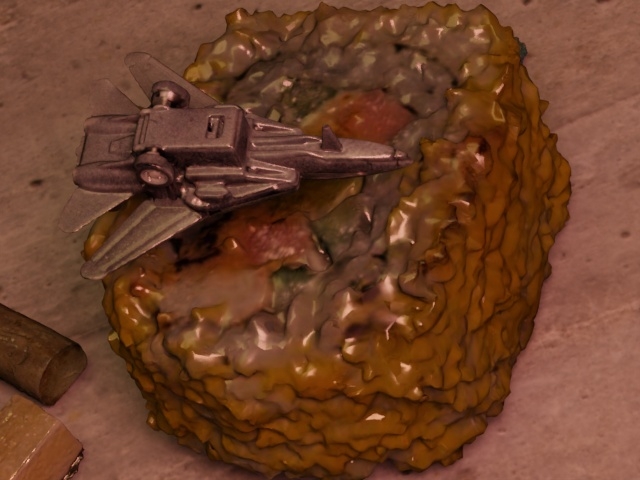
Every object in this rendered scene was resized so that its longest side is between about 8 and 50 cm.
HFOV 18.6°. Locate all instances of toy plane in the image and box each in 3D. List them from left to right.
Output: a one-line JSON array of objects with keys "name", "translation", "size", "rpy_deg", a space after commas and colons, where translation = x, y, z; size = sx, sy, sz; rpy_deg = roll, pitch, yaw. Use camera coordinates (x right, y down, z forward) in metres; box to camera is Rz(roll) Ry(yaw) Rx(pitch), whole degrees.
[{"name": "toy plane", "translation": [-0.065, -0.068, 1.498], "size": [0.267, 0.088, 0.212], "rpy_deg": [-2, 59, 19]}]

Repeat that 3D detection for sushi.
[{"name": "sushi", "translation": [0.000, 0.000, 1.634], "size": [0.351, 0.240, 0.397], "rpy_deg": [8, 58, 25]}]

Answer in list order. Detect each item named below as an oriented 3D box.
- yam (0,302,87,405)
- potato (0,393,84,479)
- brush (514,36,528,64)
[{"name": "yam", "translation": [-0.294, 0.090, 1.782], "size": [0.169, 0.068, 0.068], "rpy_deg": [25, 69, 27]}, {"name": "potato", "translation": [-0.271, 0.199, 1.705], "size": [0.086, 0.061, 0.122], "rpy_deg": [25, 68, 33]}, {"name": "brush", "translation": [0.100, -0.184, 1.852], "size": [0.196, 0.021, 0.070], "rpy_deg": [19, 64, 29]}]
